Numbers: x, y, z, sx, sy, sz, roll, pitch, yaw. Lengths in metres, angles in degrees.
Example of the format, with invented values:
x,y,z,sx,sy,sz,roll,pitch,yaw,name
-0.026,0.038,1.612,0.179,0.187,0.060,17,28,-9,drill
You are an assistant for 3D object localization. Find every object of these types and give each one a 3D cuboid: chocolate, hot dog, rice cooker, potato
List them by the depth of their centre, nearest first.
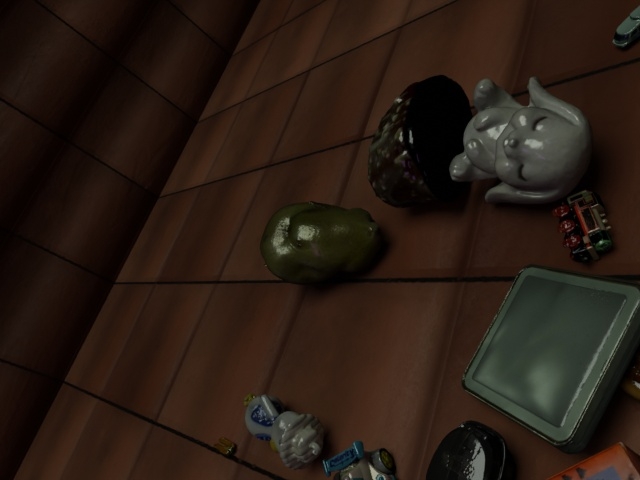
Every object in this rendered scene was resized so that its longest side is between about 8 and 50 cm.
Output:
x,y,z,sx,sy,sz,roll,pitch,yaw,name
0.473,0.188,0.769,0.090,0.060,0.140,-50,41,-1,hot dog
0.240,0.379,0.839,0.112,0.106,0.165,17,70,55,rice cooker
0.229,-0.223,1.278,0.210,0.225,0.340,-21,46,50,chocolate
-0.247,0.537,1.361,0.037,0.021,0.083,-46,26,-26,hot dog
0.001,0.004,1.378,0.351,0.202,0.218,-12,40,28,potato

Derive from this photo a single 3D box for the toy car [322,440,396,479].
x,y,z,sx,sy,sz,roll,pitch,yaw,name
0.071,0.467,0.970,0.126,0.098,0.161,-39,35,24,toy car

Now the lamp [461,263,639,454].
x,y,z,sx,sy,sz,roll,pitch,yaw,name
0.371,0.172,0.856,0.269,0.047,0.266,-59,20,-5,lamp

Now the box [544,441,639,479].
x,y,z,sx,sy,sz,roll,pitch,yaw,name
0.299,0.465,0.560,0.348,0.257,0.318,-39,38,21,box

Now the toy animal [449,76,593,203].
x,y,z,sx,sy,sz,roll,pitch,yaw,name
0.411,-0.188,1.032,0.265,0.206,0.272,-140,62,-63,toy animal

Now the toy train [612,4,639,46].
x,y,z,sx,sy,sz,roll,pitch,yaw,name
0.700,-0.487,1.085,0.207,0.047,0.043,-42,35,15,toy train

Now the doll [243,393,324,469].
x,y,z,sx,sy,sz,roll,pitch,yaw,name
-0.092,0.425,1.188,0.293,0.119,0.138,6,109,52,doll

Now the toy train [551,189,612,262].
x,y,z,sx,sy,sz,roll,pitch,yaw,name
0.478,-0.024,0.949,0.087,0.050,0.138,-26,43,30,toy train
